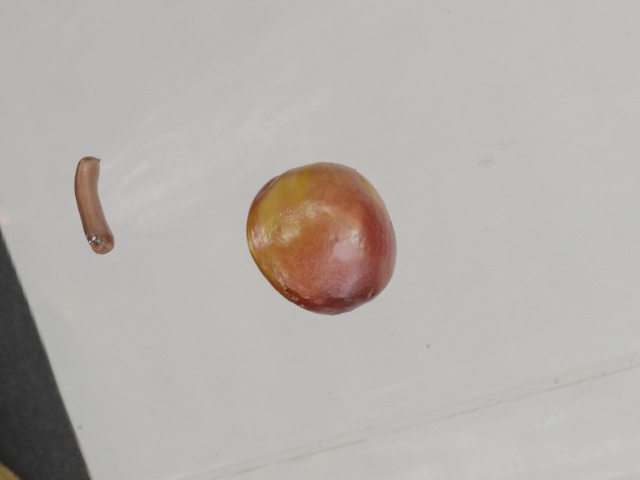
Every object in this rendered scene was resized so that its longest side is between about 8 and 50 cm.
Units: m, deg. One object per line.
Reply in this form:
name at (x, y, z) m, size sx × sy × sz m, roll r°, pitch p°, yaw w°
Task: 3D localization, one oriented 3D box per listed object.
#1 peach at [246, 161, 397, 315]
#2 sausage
peach at (0.000, 0.000, 1.287) m, size 0.281 × 0.281 × 0.238 m, roll 66°, pitch 155°, yaw 5°
sausage at (-0.349, -0.055, 1.114) m, size 0.047 × 0.040 × 0.176 m, roll -27°, pitch 60°, yaw 8°
